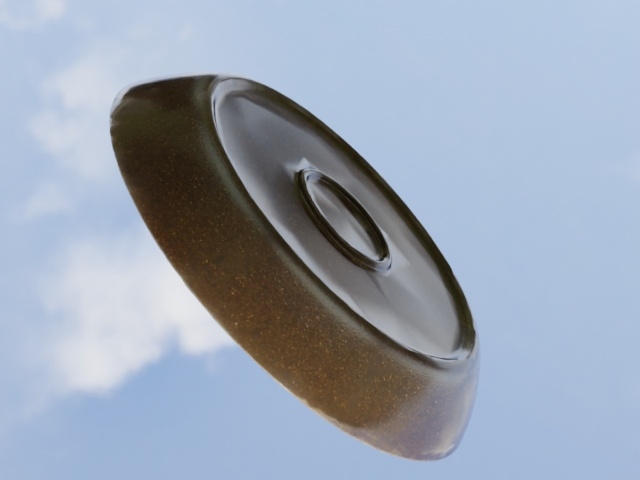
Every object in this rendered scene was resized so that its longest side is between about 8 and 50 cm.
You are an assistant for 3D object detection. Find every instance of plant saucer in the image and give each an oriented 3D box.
[{"bbox_3d":[0.000,0.000,0.592,0.168,0.029,0.168,41,-161,-18],"label":"plant saucer"}]
